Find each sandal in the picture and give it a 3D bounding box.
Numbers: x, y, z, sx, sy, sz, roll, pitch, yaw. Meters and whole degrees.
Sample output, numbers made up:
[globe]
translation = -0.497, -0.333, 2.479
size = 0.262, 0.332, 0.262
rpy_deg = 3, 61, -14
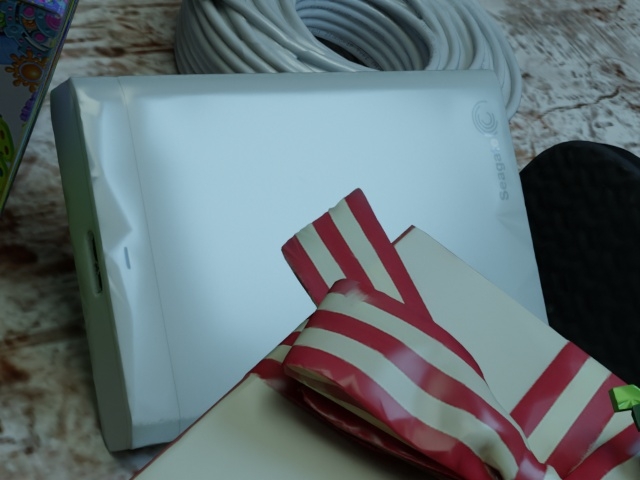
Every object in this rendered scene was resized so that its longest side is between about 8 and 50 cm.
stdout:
[sandal]
translation = 0.291, 0.103, 0.906
size = 0.107, 0.167, 0.446
rpy_deg = 5, 42, -53

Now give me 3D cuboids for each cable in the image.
[cable]
translation = 0.019, -0.140, 1.053
size = 0.257, 0.089, 0.257
rpy_deg = -18, 59, -44

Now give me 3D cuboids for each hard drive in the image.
[hard drive]
translation = 0.000, 0.000, 0.853
size = 0.307, 0.040, 0.203
rpy_deg = -6, 82, -35

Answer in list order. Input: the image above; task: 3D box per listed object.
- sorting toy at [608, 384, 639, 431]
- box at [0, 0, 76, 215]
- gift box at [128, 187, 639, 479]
[sorting toy]
translation = 0.150, 0.086, 0.560
size = 0.083, 0.012, 0.062
rpy_deg = 30, 21, -16
[box]
translation = -0.221, -0.115, 0.726
size = 0.177, 0.279, 0.290
rpy_deg = 19, 40, -12
[gift box]
translation = 0.039, 0.151, 0.612
size = 0.255, 0.258, 0.276
rpy_deg = 35, 40, 6
